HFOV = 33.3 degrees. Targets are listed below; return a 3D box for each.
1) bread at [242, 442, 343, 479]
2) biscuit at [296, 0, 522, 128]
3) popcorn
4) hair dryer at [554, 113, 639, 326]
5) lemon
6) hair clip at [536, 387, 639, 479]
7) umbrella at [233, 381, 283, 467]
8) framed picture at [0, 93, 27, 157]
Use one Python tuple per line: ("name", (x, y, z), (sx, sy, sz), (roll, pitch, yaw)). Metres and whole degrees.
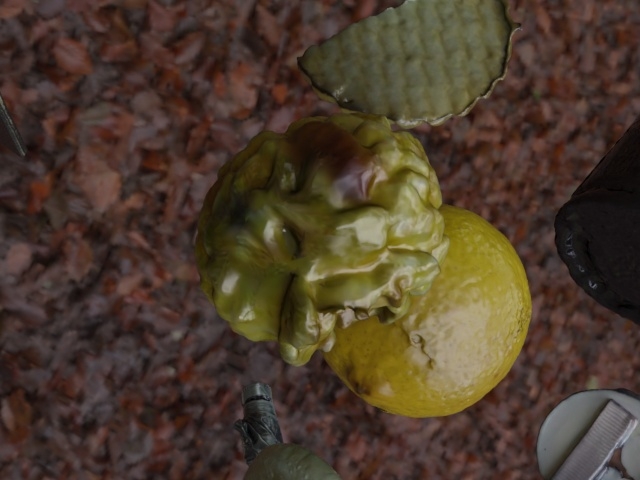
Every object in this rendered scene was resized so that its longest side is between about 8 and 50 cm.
("bread", (-0.024, 0.205, 0.778), (0.036, 0.193, 0.112), (-14, 75, -32))
("biscuit", (0.123, -0.215, 1.275), (0.273, 0.187, 0.036), (-29, 154, -15))
("popcorn", (0.002, -0.002, 0.878), (0.218, 0.189, 0.169), (-36, 158, 16))
("hair dryer", (0.216, -0.071, 0.441), (0.197, 0.089, 0.251), (-47, 176, -16))
("lemon", (0.128, 0.086, 1.351), (0.293, 0.293, 0.293), (-28, 128, -44))
("hair clip", (0.249, 0.200, 0.981), (0.172, 0.116, 0.049), (-53, 150, 2))
("umbrella", (-0.054, 0.216, 1.060), (0.046, 0.188, 0.050), (-28, 131, 14))
("framed picture", (-0.405, -0.222, 0.961), (0.016, 0.265, 0.347), (-53, 166, -20))
